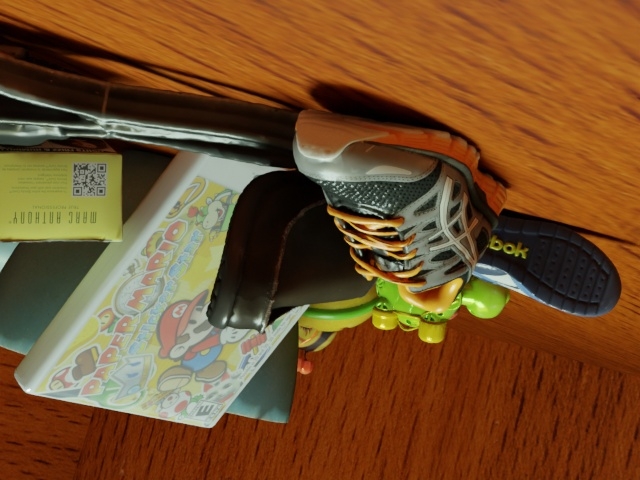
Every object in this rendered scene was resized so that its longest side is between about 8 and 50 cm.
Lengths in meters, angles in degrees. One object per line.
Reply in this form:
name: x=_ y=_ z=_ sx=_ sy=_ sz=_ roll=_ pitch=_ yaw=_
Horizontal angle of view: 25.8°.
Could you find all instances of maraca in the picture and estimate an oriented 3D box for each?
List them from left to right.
maraca: x=-0.013 y=0.027 z=1.385 sx=0.185 sy=0.099 sz=0.127 roll=29 pitch=-140 yaw=36

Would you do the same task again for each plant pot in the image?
plant pot: x=-0.141 y=0.030 z=1.261 sx=0.290 sy=0.195 sz=0.290 roll=16 pitch=175 yaw=1

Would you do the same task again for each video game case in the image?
video game case: x=-0.082 y=0.036 z=1.016 sx=0.206 sy=0.227 sz=0.026 roll=22 pitch=-159 yaw=-52

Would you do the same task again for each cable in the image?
cable: x=-0.139 y=-0.093 z=0.783 sx=0.287 sy=0.072 sz=0.139 roll=3 pitch=166 yaw=9

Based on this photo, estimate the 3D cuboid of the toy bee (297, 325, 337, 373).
toy bee: x=-0.041 y=0.082 z=1.815 sx=0.195 sy=0.162 sz=0.298 roll=22 pitch=173 yaw=-38

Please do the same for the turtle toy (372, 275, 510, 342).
turtle toy: x=0.106 y=0.041 z=1.268 sx=0.130 sy=0.095 sz=0.066 roll=15 pitch=-163 yaw=29

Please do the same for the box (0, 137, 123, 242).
box: x=-0.194 y=-0.051 z=0.928 sx=0.087 sy=0.058 sz=0.232 roll=0 pitch=-167 yaw=-19

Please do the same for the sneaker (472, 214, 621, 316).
sneaker: x=0.138 y=0.011 z=0.953 sx=0.144 sy=0.053 sz=0.059 roll=24 pitch=178 yaw=20

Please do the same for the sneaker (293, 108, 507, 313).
sneaker: x=0.045 y=-0.014 z=0.762 sx=0.084 sy=0.083 sz=0.215 roll=16 pitch=175 yaw=29

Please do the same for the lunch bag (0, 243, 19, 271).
lunch bag: x=-0.290 y=-0.008 z=1.607 sx=0.223 sy=0.160 sz=0.262 roll=15 pitch=170 yaw=-1

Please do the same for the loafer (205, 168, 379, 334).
loafer: x=0.000 y=0.000 z=0.829 sx=0.078 sy=0.080 sz=0.220 roll=21 pitch=-156 yaw=12
